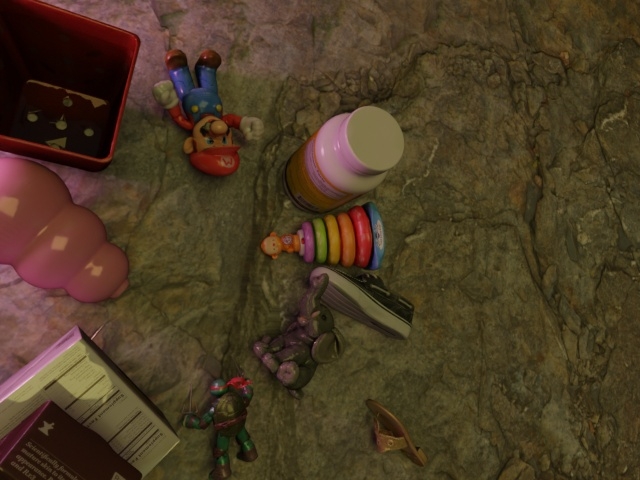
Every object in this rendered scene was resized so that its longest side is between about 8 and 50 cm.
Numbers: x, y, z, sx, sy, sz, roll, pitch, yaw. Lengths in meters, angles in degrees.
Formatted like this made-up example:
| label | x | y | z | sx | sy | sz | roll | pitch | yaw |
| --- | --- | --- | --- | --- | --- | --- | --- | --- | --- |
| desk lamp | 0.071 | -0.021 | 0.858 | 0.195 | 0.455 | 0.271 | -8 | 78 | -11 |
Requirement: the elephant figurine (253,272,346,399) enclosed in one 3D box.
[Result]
| label | x | y | z | sx | sy | sz | roll | pitch | yaw |
| --- | --- | --- | --- | --- | --- | --- | --- | --- | --- |
| elephant figurine | -0.024 | 0.228 | 1.064 | 0.239 | 0.186 | 0.169 | -42 | 77 | -16 |

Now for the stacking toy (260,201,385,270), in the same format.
| label | x | y | z | sx | sy | sz | roll | pitch | yaw |
| --- | --- | --- | --- | --- | --- | --- | --- | --- | --- |
| stacking toy | 0.000 | 0.000 | 1.145 | 0.302 | 0.166 | 0.175 | -4 | 86 | -10 |

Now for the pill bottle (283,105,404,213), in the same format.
| label | x | y | z | sx | sy | sz | roll | pitch | yaw |
| --- | --- | --- | --- | --- | --- | --- | --- | --- | --- |
| pill bottle | 0.048 | -0.186 | 1.078 | 0.188 | 0.334 | 0.187 | 4 | 79 | -24 |

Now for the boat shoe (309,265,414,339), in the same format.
| label | x | y | z | sx | sy | sz | roll | pitch | yaw |
| --- | --- | --- | --- | --- | --- | --- | --- | --- | --- |
| boat shoe | 0.114 | 0.142 | 1.185 | 0.335 | 0.121 | 0.119 | 36 | 60 | -26 |

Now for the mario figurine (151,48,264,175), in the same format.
| label | x | y | z | sx | sy | sz | roll | pitch | yaw |
| --- | --- | --- | --- | --- | --- | --- | --- | --- | --- |
| mario figurine | -0.256 | -0.305 | 1.050 | 0.198 | 0.170 | 0.320 | -19 | 80 | 8 |

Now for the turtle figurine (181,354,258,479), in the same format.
| label | x | y | z | sx | sy | sz | roll | pitch | yaw |
| --- | --- | --- | --- | --- | --- | --- | --- | --- | --- |
| turtle figurine | -0.213 | 0.385 | 0.989 | 0.175 | 0.118 | 0.234 | -13 | 92 | -25 |

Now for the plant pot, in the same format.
| label | x | y | z | sx | sy | sz | roll | pitch | yaw |
| --- | --- | --- | --- | --- | --- | --- | --- | --- | --- |
| plant pot | -0.526 | -0.274 | 0.892 | 0.267 | 0.236 | 0.267 | 12 | 77 | -22 |

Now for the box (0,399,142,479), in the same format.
| label | x | y | z | sx | sy | sz | roll | pitch | yaw |
| --- | --- | --- | --- | --- | --- | --- | --- | --- | --- |
| box | -0.476 | 0.431 | 0.648 | 0.381 | 0.143 | 0.191 | -39 | 105 | 7 |

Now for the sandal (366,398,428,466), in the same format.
| label | x | y | z | sx | sy | sz | roll | pitch | yaw |
| --- | --- | --- | --- | --- | --- | --- | --- | --- | --- |
| sandal | 0.184 | 0.518 | 1.152 | 0.240 | 0.088 | 0.079 | 51 | 60 | -14 |

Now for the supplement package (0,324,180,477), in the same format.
| label | x | y | z | sx | sy | sz | roll | pitch | yaw |
| --- | --- | --- | --- | --- | --- | --- | --- | --- | --- |
| supplement package | -0.439 | 0.327 | 0.829 | 0.198 | 0.199 | 0.262 | -43 | 107 | -25 |

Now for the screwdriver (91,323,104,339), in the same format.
| label | x | y | z | sx | sy | sz | roll | pitch | yaw |
| --- | --- | --- | --- | --- | --- | --- | --- | --- | --- |
| screwdriver | -0.506 | 0.242 | 0.927 | 0.025 | 0.024 | 0.169 | 48 | 63 | -41 |

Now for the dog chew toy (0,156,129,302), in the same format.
| label | x | y | z | sx | sy | sz | roll | pitch | yaw |
| --- | --- | --- | --- | --- | --- | --- | --- | --- | --- |
| dog chew toy | -0.522 | -0.001 | 0.874 | 0.332 | 0.207 | 0.206 | 44 | 67 | -20 |
